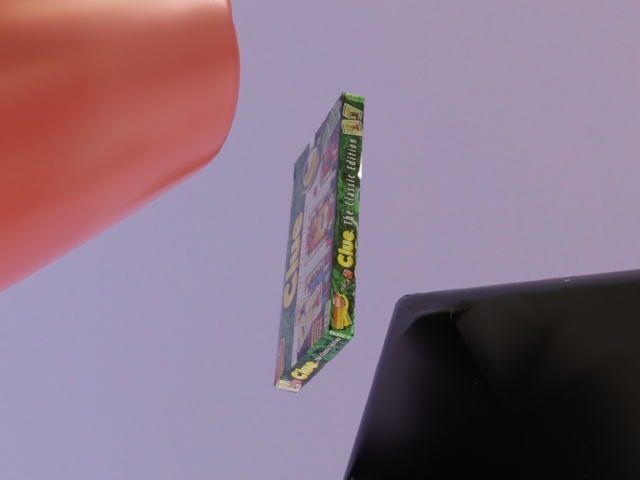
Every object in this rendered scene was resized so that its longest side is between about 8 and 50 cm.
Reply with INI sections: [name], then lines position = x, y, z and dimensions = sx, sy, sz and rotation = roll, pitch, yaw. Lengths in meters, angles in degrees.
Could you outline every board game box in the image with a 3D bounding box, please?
[board game box]
position = 0.000, 0.000, 0.992
dimensions = 0.030, 0.136, 0.260
rotation = 14, -124, -15

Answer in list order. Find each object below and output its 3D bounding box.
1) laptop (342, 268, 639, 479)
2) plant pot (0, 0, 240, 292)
[laptop]
position = 0.199, 0.242, 0.539
dimensions = 0.236, 0.382, 0.408
rotation = 41, -125, -36
[plant pot]
position = -0.197, -0.096, 0.581
dimensions = 0.243, 0.275, 0.275
rotation = -25, -102, -41
